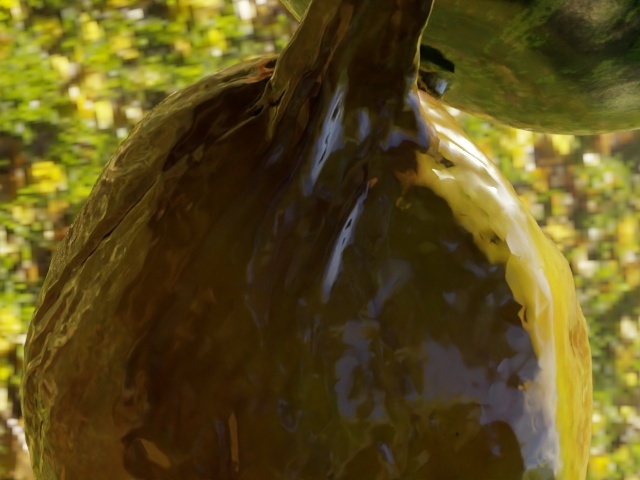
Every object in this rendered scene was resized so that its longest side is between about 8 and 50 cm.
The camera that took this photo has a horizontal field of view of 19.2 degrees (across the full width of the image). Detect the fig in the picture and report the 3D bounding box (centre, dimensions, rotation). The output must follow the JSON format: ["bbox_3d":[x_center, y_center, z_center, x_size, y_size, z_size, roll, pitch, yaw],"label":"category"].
[{"bbox_3d":[0.012,-0.012,0.590,0.190,0.190,0.290,-9,122,-44],"label":"fig"}]

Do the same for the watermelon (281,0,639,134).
[{"bbox_3d":[0.094,-0.171,0.773,0.269,0.269,0.269,3,86,-44],"label":"watermelon"}]
